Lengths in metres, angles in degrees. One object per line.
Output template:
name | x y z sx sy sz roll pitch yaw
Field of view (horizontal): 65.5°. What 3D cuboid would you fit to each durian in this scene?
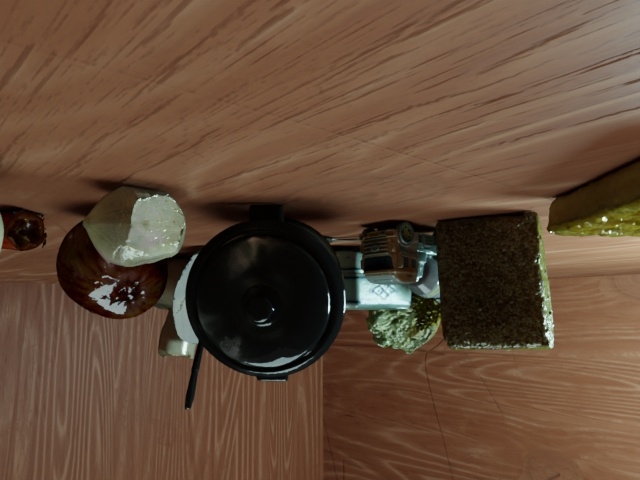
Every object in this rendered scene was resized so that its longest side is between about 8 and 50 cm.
durian | 0.351 0.120 1.378 0.171 0.167 0.306 6 -156 18

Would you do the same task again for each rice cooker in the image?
rice cooker | -0.079 0.081 0.797 0.240 0.281 0.227 1 -172 3

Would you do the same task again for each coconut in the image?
coconut | -0.244 -0.018 0.647 0.110 0.110 0.124 -8 175 42

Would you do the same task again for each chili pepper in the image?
chili pepper | -0.541 -0.017 0.792 0.168 0.065 0.088 2 171 8

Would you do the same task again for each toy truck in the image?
toy truck | 0.193 0.048 0.992 0.256 0.140 0.108 7 169 -42

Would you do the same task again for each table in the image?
table | -0.206 0.220 1.188 0.316 0.318 0.249 1 -149 -9

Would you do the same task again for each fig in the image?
fig | -0.345 0.017 0.819 0.174 0.207 0.175 -20 142 -16

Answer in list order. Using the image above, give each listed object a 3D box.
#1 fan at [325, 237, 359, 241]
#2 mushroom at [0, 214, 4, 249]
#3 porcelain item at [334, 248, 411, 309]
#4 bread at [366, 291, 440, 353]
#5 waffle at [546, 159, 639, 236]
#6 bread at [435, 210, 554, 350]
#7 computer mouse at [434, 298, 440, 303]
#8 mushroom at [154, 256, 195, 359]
fan | 0.000 0.000 1.106 0.219 0.009 0.132 -1 174 13
mushroom | -0.457 0.006 0.489 0.245 0.203 0.246 4 -179 0
porcelain item | 0.083 0.110 1.341 0.281 0.157 0.285 4 170 -32
bread | 0.276 0.203 1.544 0.239 0.196 0.252 -49 180 30
waffle | 0.423 -0.052 0.623 0.167 0.057 0.274 0 171 -3
bread | 0.305 0.075 0.882 0.184 0.235 0.110 -7 166 32
computer mouse | 0.312 0.066 1.185 0.113 0.068 0.229 6 133 14
mushroom | -0.370 0.196 1.446 0.292 0.291 0.292 5 169 1
